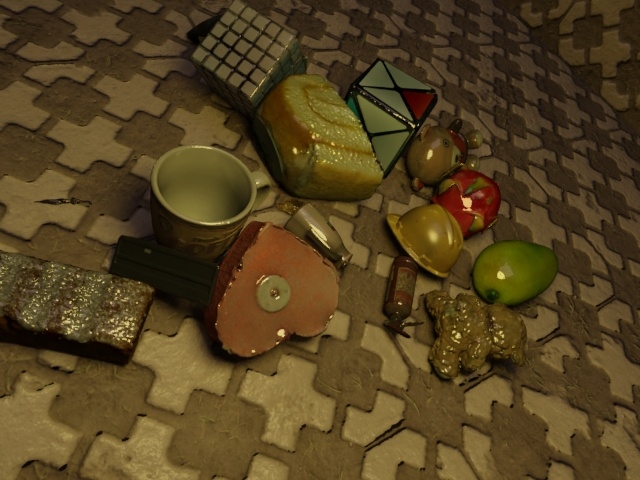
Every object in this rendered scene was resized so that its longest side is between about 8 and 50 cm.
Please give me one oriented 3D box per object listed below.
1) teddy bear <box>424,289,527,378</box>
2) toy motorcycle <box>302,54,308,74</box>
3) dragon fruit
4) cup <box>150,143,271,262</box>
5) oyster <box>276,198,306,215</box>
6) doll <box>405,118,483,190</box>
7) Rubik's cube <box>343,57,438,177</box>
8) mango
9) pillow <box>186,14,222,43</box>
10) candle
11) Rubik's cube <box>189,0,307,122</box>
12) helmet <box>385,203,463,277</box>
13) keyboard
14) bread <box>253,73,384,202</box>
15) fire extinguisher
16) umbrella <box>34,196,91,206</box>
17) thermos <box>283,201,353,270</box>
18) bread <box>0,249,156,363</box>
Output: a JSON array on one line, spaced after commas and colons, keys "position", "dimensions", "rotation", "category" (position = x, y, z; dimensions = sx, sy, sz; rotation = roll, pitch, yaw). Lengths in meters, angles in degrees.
[{"position": [0.414, 0.232, 1.326], "dimensions": [0.256, 0.156, 0.267], "rotation": [14, 49, -16], "category": "teddy bear"}, {"position": [-0.134, -0.600, 1.755], "dimensions": [0.275, 0.127, 0.205], "rotation": [31, 47, 10], "category": "toy motorcycle"}, {"position": [0.441, -0.109, 1.572], "dimensions": [0.227, 0.224, 0.224], "rotation": [-36, 74, -27], "category": "dragon fruit"}, {"position": [-0.256, -0.070, 1.194], "dimensions": [0.301, 0.257, 0.227], "rotation": [-24, 69, -35], "category": "cup"}, {"position": [-0.075, -0.097, 1.445], "dimensions": [0.093, 0.034, 0.051], "rotation": [-16, 55, -28], "category": "oyster"}, {"position": [0.412, -0.298, 1.719], "dimensions": [0.174, 0.235, 0.330], "rotation": [25, 31, 36], "category": "doll"}, {"position": [0.200, -0.397, 1.654], "dimensions": [0.248, 0.246, 0.250], "rotation": [33, 49, 4], "category": "Rubik's cube"}, {"position": [0.592, 0.084, 1.519], "dimensions": [0.343, 0.156, 0.192], "rotation": [-13, 69, -35], "category": "mango"}, {"position": [-0.310, -0.703, 1.727], "dimensions": [0.249, 0.106, 0.186], "rotation": [25, 46, 31], "category": "pillow"}, {"position": [-0.122, 0.097, 1.142], "dimensions": [0.316, 0.131, 0.287], "rotation": [-21, 108, -32], "category": "candle"}, {"position": [-0.206, -0.523, 1.525], "dimensions": [0.238, 0.237, 0.237], "rotation": [37, 85, 9], "category": "Rubik's cube"}, {"position": [0.322, -0.028, 1.458], "dimensions": [0.205, 0.140, 0.257], "rotation": [4, 46, -49], "category": "helmet"}, {"position": [-0.394, 0.051, 1.119], "dimensions": [0.381, 0.041, 0.104], "rotation": [16, 89, 14], "category": "keyboard"}, {"position": [-0.031, -0.263, 1.464], "dimensions": [0.264, 0.239, 0.395], "rotation": [-18, 66, -31], "category": "bread"}, {"position": [0.218, 0.150, 1.332], "dimensions": [0.075, 0.106, 0.252], "rotation": [38, 45, -20], "category": "fire extinguisher"}, {"position": [-0.615, -0.094, 1.217], "dimensions": [0.122, 0.013, 0.022], "rotation": [3, 75, -23], "category": "umbrella"}, {"position": [0.000, 0.000, 1.343], "dimensions": [0.105, 0.137, 0.193], "rotation": [-45, 85, 1], "category": "thermos"}, {"position": [-0.557, 0.124, 1.008], "dimensions": [0.416, 0.113, 0.165], "rotation": [15, 52, -14], "category": "bread"}]
